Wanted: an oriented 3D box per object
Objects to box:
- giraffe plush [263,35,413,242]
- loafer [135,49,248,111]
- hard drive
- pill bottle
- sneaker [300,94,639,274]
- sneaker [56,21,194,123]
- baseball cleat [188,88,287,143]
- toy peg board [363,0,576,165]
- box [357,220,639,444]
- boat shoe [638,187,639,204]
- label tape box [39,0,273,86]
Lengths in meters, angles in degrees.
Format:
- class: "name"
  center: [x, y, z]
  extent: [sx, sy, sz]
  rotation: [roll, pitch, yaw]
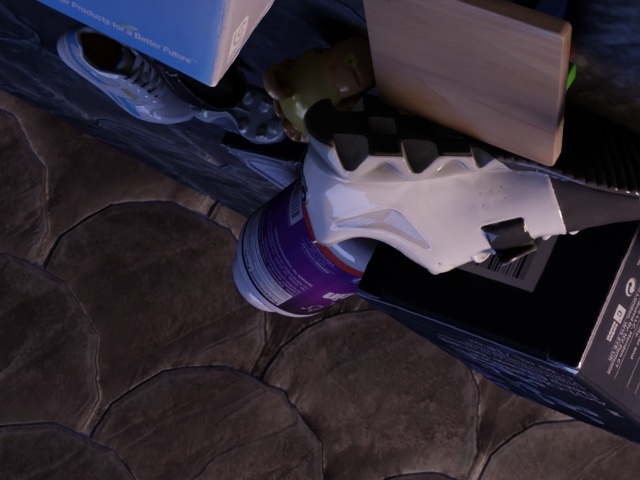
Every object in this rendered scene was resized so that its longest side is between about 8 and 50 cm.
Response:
- class: "giraffe plush"
  center: [0.033, -0.125, 1.054]
  extent: [0.170, 0.210, 0.181]
  rotation: [56, 176, 1]
- class: "loafer"
  center: [-0.161, -0.222, 1.294]
  extent: [0.078, 0.080, 0.220]
  rotation: [21, 170, 45]
- class: "hard drive"
  center: [0.029, -0.081, 1.695]
  extent: [0.339, 0.064, 0.237]
  rotation: [31, 172, -37]
- class: "pill bottle"
  center: [0.000, 0.000, 1.498]
  extent: [0.181, 0.181, 0.323]
  rotation: [29, 149, -18]
- class: "sneaker"
  center: [0.147, -0.037, 0.929]
  extent: [0.331, 0.146, 0.122]
  rotation: [6, -144, 2]
- class: "sneaker"
  center: [-0.279, -0.243, 1.570]
  extent: [0.229, 0.087, 0.092]
  rotation: [28, 171, -24]
- class: "baseball cleat"
  center: [-0.095, -0.178, 1.499]
  extent: [0.206, 0.072, 0.109]
  rotation: [27, -172, 41]
- class: "toy peg board"
  center: [0.125, -0.157, 0.819]
  extent: [0.161, 0.079, 0.160]
  rotation: [24, 156, 21]
- class: "box"
  center: [0.290, 0.075, 1.234]
  extent: [0.293, 0.212, 0.395]
  rotation: [18, 169, 43]
- class: "boat shoe"
  center: [0.376, -0.013, 0.717]
  extent: [0.306, 0.113, 0.105]
  rotation: [22, 165, 17]
- class: "label tape box"
  center: [-0.116, -0.272, 0.528]
  extent: [0.249, 0.115, 0.347]
  rotation: [27, 143, 4]
